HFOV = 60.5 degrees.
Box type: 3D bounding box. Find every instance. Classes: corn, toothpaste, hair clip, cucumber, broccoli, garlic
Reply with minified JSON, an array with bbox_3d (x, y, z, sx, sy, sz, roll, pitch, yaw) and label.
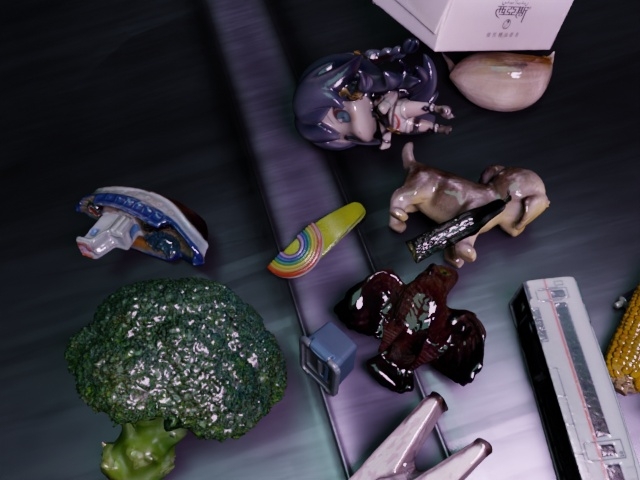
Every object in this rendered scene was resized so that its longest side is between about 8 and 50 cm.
[{"bbox_3d":[0.440,0.110,0.734,0.068,0.068,0.207,26,79,21],"label":"corn"},{"bbox_3d":[0.457,0.077,0.786,0.083,0.019,0.027,-24,49,-8],"label":"toothpaste"},{"bbox_3d":[0.000,0.000,0.895,0.188,0.033,0.060,-40,66,-11],"label":"hair clip"},{"bbox_3d":[0.195,-0.019,0.750,0.163,0.039,0.043,-26,22,2],"label":"cucumber"},{"bbox_3d":[-0.190,0.182,0.738,0.297,0.297,0.297,35,112,23],"label":"broccoli"},{"bbox_3d":[0.305,-0.293,0.974,0.198,0.091,0.129,7,48,19],"label":"garlic"},{"bbox_3d":[0.067,0.341,0.681,0.331,0.085,0.101,-45,62,-6],"label":"hair clip"}]

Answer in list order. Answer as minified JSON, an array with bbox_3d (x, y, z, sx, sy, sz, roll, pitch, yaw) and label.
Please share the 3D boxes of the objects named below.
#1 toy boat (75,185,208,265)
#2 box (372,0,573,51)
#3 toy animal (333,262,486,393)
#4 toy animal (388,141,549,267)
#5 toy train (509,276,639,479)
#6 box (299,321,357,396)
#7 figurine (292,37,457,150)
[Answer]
[{"bbox_3d":[-0.303,-0.012,0.903,0.261,0.114,0.115,12,53,11],"label":"toy boat"},{"bbox_3d":[0.263,-0.425,0.948,0.274,0.116,0.203,-10,48,-27],"label":"box"},{"bbox_3d":[0.137,0.115,0.791,0.218,0.116,0.179,23,44,20],"label":"toy animal"},{"bbox_3d":[0.214,-0.049,0.835,0.233,0.121,0.169,19,79,16],"label":"toy animal"},{"bbox_3d":[0.335,0.247,0.685,0.088,0.086,0.407,-6,63,0],"label":"toy train"},{"bbox_3d":[0.013,0.165,0.776,0.054,0.099,0.074,-36,61,-26],"label":"box"},{"bbox_3d":[0.085,-0.234,0.919,0.264,0.175,0.197,-1,37,8],"label":"figurine"}]
